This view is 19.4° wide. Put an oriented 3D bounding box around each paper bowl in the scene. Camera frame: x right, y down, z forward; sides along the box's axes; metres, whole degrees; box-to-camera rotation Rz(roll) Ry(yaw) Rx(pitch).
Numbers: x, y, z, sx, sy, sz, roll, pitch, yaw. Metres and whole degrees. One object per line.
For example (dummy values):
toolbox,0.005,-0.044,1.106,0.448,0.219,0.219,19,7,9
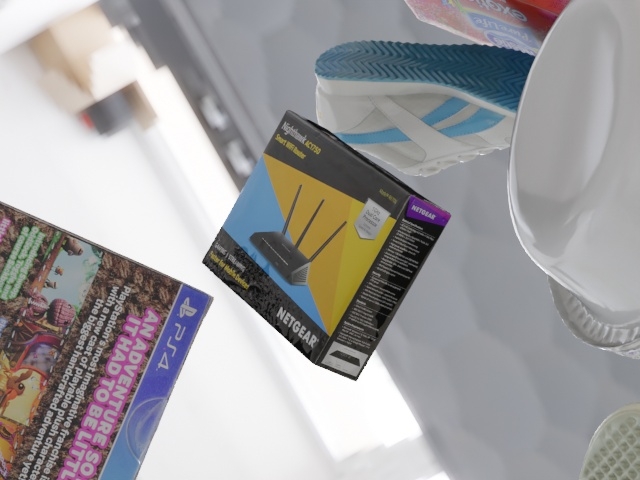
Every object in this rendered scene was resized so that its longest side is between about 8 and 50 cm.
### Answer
paper bowl,0.223,-0.064,1.203,0.148,0.284,0.284,13,166,-18

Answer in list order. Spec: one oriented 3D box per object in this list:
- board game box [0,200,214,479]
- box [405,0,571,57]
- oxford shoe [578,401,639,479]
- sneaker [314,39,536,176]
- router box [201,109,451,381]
board game box,-0.267,0.099,1.466,0.141,0.291,0.232,141,-27,-73
box,0.183,-0.224,1.529,0.128,0.257,0.122,-56,142,-10
oxford shoe,0.348,0.340,1.765,0.130,0.449,0.169,-30,-154,-33
sneaker,0.109,-0.102,1.521,0.228,0.092,0.087,9,-143,17
router box,0.000,0.000,1.312,0.133,0.046,0.179,-60,-143,6
